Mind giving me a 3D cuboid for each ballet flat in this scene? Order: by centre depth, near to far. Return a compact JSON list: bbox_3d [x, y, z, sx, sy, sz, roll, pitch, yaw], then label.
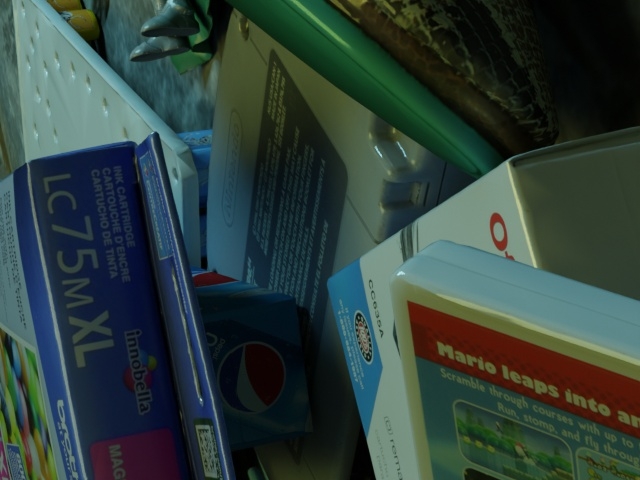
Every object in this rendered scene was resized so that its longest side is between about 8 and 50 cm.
[{"bbox_3d":[-0.063,-0.187,0.742,0.483,0.182,0.164,27,171,40],"label":"ballet flat"}]

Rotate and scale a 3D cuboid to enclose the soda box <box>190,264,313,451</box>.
[{"bbox_3d":[-0.074,0.057,0.923,0.210,0.067,0.071,-168,70,-67],"label":"soda box"}]

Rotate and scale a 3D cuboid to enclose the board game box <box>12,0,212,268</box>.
[{"bbox_3d":[-0.134,0.049,1.240,0.390,0.050,0.390,-136,40,-56],"label":"board game box"}]

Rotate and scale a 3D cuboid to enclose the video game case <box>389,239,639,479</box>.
[{"bbox_3d":[0.121,0.148,0.492,0.204,0.025,0.285,19,132,39],"label":"video game case"}]

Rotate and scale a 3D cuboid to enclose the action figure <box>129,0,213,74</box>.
[{"bbox_3d":[-0.107,-0.226,1.032,0.137,0.063,0.232,139,122,-70],"label":"action figure"}]

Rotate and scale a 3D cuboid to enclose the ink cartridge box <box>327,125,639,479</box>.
[{"bbox_3d":[0.082,0.051,0.644,0.190,0.082,0.139,141,116,-68],"label":"ink cartridge box"}]

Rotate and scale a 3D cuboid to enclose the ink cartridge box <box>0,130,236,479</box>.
[{"bbox_3d":[-0.124,0.056,0.875,0.311,0.065,0.186,167,93,-68],"label":"ink cartridge box"}]

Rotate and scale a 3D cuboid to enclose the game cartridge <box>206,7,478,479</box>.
[{"bbox_3d":[0.000,0.000,0.871,0.198,0.062,0.297,-115,25,-43],"label":"game cartridge"}]

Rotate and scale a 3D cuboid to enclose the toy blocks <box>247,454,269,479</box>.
[{"bbox_3d":[-0.030,0.167,0.942,0.054,0.123,0.148,-49,46,20],"label":"toy blocks"}]
